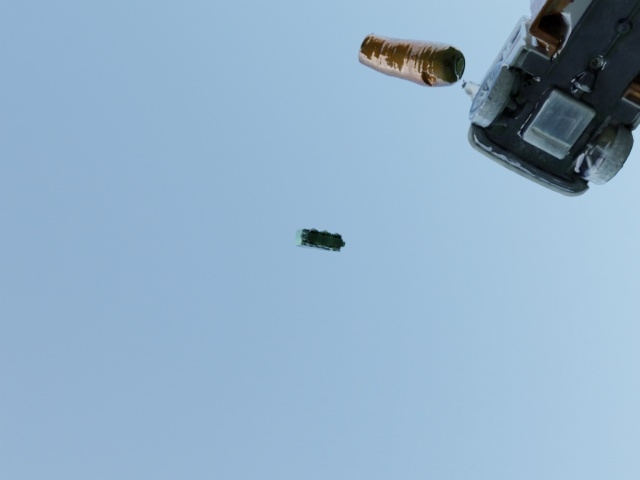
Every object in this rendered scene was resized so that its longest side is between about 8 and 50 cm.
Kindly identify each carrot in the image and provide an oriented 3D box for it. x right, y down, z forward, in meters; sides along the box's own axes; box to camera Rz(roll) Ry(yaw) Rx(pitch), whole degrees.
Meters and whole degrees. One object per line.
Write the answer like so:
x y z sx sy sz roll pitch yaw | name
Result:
0.167 -0.328 1.406 0.087 0.193 0.087 -36 -46 -48 | carrot

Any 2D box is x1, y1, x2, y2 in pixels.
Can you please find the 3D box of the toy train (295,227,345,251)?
0.000 0.000 1.332 0.083 0.053 0.033 11 -99 -23 | toy train

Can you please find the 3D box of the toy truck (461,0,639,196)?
0.308 -0.252 0.801 0.173 0.387 0.207 27 -150 -6 | toy truck
